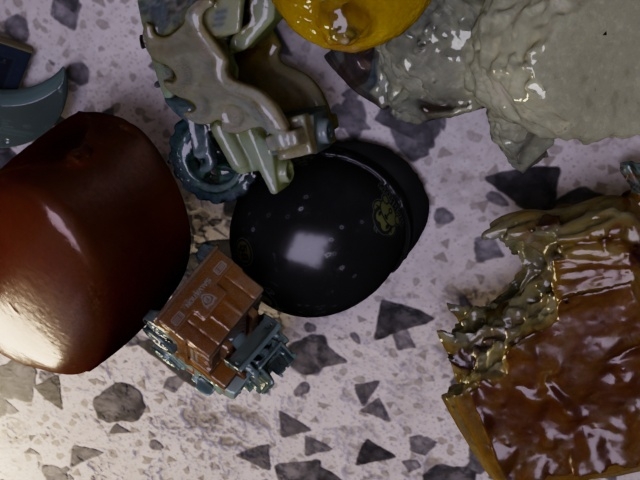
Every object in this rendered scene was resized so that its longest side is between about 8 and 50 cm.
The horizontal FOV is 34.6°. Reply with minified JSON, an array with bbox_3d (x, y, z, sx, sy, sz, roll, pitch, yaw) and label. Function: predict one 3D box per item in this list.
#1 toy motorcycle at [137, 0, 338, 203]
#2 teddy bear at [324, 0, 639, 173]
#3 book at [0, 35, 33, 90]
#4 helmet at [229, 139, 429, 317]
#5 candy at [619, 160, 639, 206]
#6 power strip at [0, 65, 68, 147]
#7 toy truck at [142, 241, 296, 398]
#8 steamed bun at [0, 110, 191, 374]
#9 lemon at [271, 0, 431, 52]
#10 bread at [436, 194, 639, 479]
[{"bbox_3d":[-0.103,-0.245,1.236,0.237,0.169,0.410,0,109,23],"label":"toy motorcycle"},{"bbox_3d":[0.242,-0.243,1.189,0.375,0.362,0.327,-13,113,-21],"label":"teddy bear"},{"bbox_3d":[-0.530,-0.184,1.408,0.191,0.025,0.269,16,125,-27],"label":"book"},{"bbox_3d":[0.000,0.000,1.356,0.278,0.160,0.230,-22,110,24],"label":"helmet"},{"bbox_3d":[0.401,-0.029,1.314,0.053,0.046,0.182,0,123,9],"label":"candy"},{"bbox_3d":[-0.427,-0.187,1.383,0.216,0.044,0.137,9,127,-20],"label":"power strip"},{"bbox_3d":[-0.125,0.138,1.391,0.184,0.133,0.338,37,164,6],"label":"toy truck"},{"bbox_3d":[-0.318,0.025,1.353,0.248,0.235,0.379,41,138,-1],"label":"steamed bun"},{"bbox_3d":[0.031,-0.299,1.059,0.188,0.257,0.188,4,151,2],"label":"lemon"},{"bbox_3d":[0.312,0.125,1.339,0.314,0.191,0.370,-14,109,26],"label":"bread"}]
